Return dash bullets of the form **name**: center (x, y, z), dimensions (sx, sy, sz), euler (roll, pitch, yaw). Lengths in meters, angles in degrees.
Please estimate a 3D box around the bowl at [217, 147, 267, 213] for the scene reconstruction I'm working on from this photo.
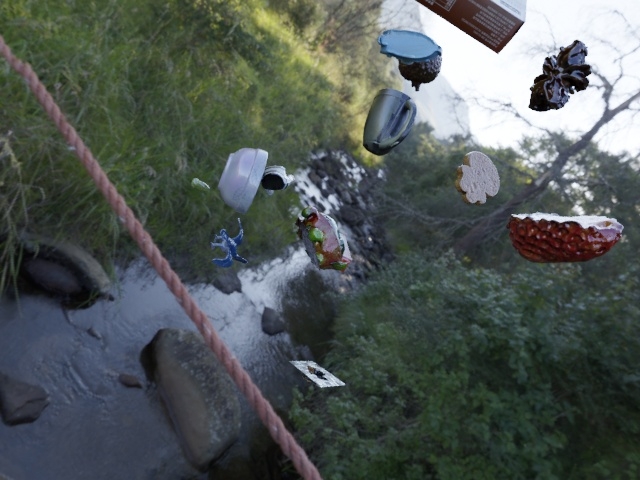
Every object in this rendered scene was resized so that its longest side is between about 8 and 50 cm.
- **bowl**: center (-0.338, -0.265, 1.832), dimensions (0.144, 0.286, 0.287), euler (19, 26, -16)

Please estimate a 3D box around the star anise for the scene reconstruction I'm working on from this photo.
- **star anise**: center (0.737, -0.487, 1.331), dimensions (0.126, 0.220, 0.190), euler (29, 16, -8)

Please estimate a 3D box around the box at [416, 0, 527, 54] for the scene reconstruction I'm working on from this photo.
- **box**: center (0.465, -0.815, 1.407), dimensions (0.385, 0.122, 0.344), euler (30, 49, -6)

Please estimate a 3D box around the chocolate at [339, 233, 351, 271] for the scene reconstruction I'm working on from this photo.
- **chocolate**: center (0.057, 0.038, 2.539), dimensions (0.235, 0.108, 0.237), euler (26, 36, -31)

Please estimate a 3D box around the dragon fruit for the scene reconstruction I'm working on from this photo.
- **dragon fruit**: center (0.000, 0.000, 1.680), dimensions (0.295, 0.130, 0.268), euler (136, -65, -79)

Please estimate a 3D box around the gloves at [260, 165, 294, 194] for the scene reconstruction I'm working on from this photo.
- **gloves**: center (-0.204, -0.283, 1.973), dimensions (0.131, 0.140, 0.218), euler (59, 10, -23)

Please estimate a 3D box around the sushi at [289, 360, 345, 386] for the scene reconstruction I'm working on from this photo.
- **sushi**: center (-0.022, 0.595, 1.903), dimensions (0.210, 0.040, 0.193), euler (25, 3, 38)

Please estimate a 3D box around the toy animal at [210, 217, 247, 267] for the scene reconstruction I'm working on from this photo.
- **toy animal**: center (-0.412, 0.026, 2.017), dimensions (0.177, 0.239, 0.255), euler (19, -25, -3)

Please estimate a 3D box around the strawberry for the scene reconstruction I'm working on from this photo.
- **strawberry**: center (0.688, 0.002, 1.240), dimensions (0.336, 0.265, 0.149), euler (-114, -154, -83)

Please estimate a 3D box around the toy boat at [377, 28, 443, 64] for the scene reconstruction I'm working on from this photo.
- **toy boat**: center (0.289, -0.620, 1.409), dimensions (0.102, 0.215, 0.088), euler (-64, 162, -82)

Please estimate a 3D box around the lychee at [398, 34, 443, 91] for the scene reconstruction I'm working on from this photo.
- **lychee**: center (0.442, -0.787, 1.943), dimensions (0.200, 0.200, 0.238), euler (-79, 173, -71)

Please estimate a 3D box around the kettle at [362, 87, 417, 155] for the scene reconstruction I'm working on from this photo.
- **kettle**: center (0.363, -0.591, 2.264), dimensions (0.228, 0.324, 0.321), euler (31, -11, -35)

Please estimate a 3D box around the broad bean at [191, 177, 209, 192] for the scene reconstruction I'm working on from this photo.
- **broad bean**: center (-0.537, -0.243, 1.950), dimensions (0.083, 0.063, 0.045), euler (30, 54, -12)

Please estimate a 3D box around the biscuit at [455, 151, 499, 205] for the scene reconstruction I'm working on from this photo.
- **biscuit**: center (0.616, -0.239, 1.724), dimensions (0.202, 0.044, 0.289), euler (53, 54, -9)
